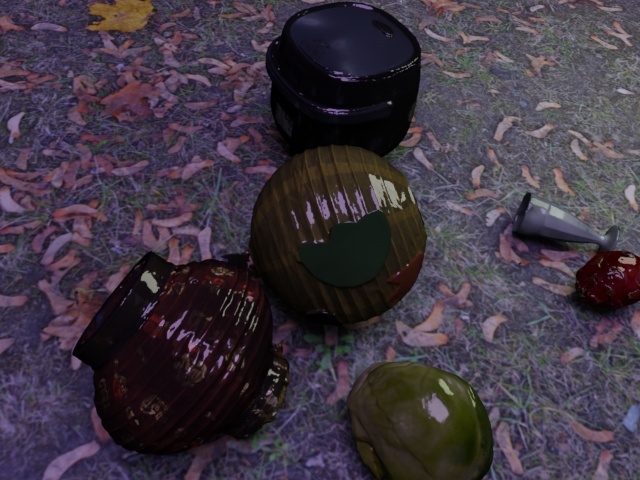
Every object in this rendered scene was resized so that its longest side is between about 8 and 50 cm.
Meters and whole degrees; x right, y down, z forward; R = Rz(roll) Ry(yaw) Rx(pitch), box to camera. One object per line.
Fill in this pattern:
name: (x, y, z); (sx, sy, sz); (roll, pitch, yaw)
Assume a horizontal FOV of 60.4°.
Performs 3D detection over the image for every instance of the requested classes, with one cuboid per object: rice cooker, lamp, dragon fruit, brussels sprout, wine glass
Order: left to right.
lamp: (-0.151, 0.133, 0.641); (0.247, 0.246, 0.246); (4, 53, -5)
lamp: (0.000, 0.000, 0.750); (0.285, 0.250, 0.250); (-19, 55, 6)
rice cooker: (0.036, -0.259, 0.956); (0.268, 0.224, 0.267); (4, 53, -6)
brussels sprout: (0.123, 0.218, 0.662); (0.131, 0.145, 0.183); (-6, 55, -45)
wine glass: (0.408, -0.021, 0.921); (0.155, 0.073, 0.073); (22, 53, 5)
dragon fruit: (0.486, 0.052, 0.861); (0.191, 0.094, 0.094); (-11, 55, -23)
